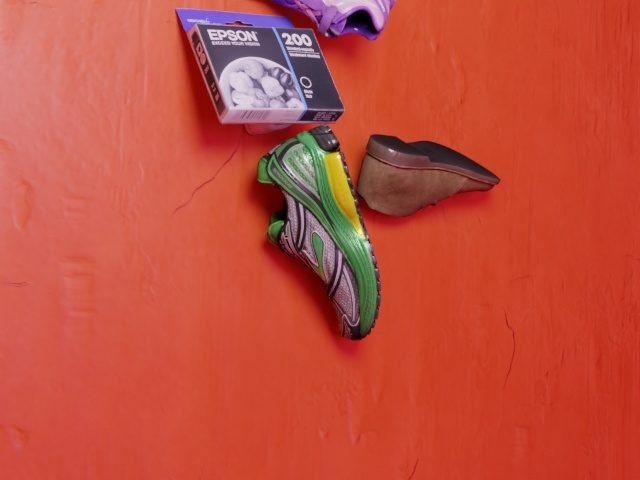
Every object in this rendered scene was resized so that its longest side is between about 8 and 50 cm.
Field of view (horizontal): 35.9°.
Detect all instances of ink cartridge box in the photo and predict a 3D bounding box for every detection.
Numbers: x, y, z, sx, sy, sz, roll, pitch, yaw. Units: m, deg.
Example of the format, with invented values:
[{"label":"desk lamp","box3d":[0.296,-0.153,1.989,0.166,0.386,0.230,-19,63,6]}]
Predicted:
[{"label":"ink cartridge box","box3d":[-0.086,-0.264,1.441,0.206,0.045,0.208,-6,63,-37]}]

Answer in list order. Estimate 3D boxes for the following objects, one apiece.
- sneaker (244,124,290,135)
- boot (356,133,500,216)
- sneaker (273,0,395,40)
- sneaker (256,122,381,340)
[{"label":"sneaker","box3d":[-0.047,-0.199,1.501,0.134,0.070,0.051,-32,103,-35]},{"label":"boot","box3d":[0.178,-0.100,1.664,0.305,0.112,0.115,4,115,-40]},{"label":"sneaker","box3d":[0.003,-0.361,1.492,0.236,0.095,0.104,9,69,-12]},{"label":"sneaker","box3d":[0.000,0.000,1.510,0.146,0.134,0.343,-19,108,1]}]
